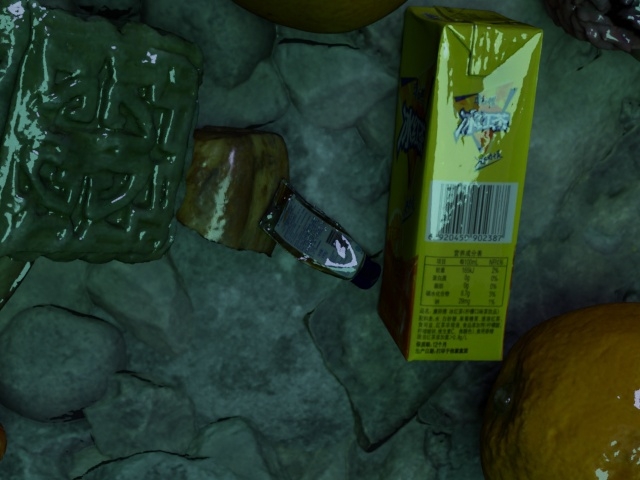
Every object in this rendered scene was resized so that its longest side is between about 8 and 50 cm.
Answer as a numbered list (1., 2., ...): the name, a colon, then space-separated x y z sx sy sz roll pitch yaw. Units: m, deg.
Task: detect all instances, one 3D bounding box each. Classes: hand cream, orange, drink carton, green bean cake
1. hand cream: 0.000 0.000 1.246 0.163 0.039 0.062 37 75 -29
2. orange: 0.324 0.217 1.245 0.312 0.312 0.312 -3 108 -9
3. drink carton: 0.139 -0.061 1.202 0.111 0.154 0.351 0 108 -11
4. green bean cake: -0.247 -0.101 1.075 0.255 0.132 0.241 6 104 -46

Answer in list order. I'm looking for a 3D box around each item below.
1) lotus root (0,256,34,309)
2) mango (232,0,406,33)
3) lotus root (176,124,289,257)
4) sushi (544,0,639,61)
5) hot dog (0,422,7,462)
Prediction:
1. lotus root: -0.412 -0.005 1.137 0.314 0.142 0.210 -53 137 -12
2. mango: -0.019 -0.343 1.002 0.264 0.221 0.378 -43 143 -8
3. lotus root: -0.100 -0.054 1.198 0.160 0.095 0.135 12 102 -19
4. sushi: 0.364 -0.284 1.163 0.270 0.171 0.236 3 107 -16
5. hot dog: -0.443 0.240 1.204 0.257 0.150 0.153 -26 101 -2
